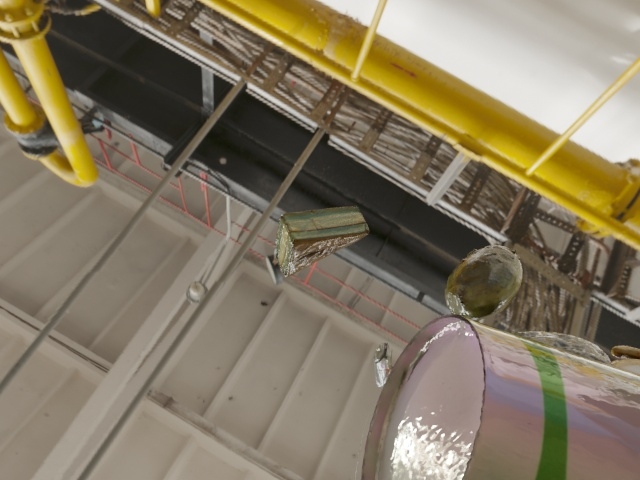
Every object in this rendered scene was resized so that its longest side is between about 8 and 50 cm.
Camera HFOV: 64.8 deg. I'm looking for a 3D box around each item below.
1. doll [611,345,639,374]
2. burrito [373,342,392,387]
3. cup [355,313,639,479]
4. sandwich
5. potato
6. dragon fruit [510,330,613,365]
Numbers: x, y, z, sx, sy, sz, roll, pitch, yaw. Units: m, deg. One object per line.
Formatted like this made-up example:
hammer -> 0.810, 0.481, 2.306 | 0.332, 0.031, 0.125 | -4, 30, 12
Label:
doll -> 0.546, 0.335, 0.875 | 0.162, 0.166, 0.270 | 12, -83, -47
burrito -> 0.177, 0.353, 1.411 | 0.064, 0.203, 0.064 | -5, -131, 6
cup -> 0.192, 0.200, 0.418 | 0.273, 0.253, 0.253 | 24, -116, -9
sandwich -> 0.000, 0.000, 0.999 | 0.163, 0.113, 0.079 | -9, -126, -22
potato -> 0.335, 0.082, 1.031 | 0.251, 0.149, 0.113 | -26, -82, -50
dragon fruit -> 0.343, 0.263, 0.837 | 0.221, 0.204, 0.283 | 16, -128, 8
